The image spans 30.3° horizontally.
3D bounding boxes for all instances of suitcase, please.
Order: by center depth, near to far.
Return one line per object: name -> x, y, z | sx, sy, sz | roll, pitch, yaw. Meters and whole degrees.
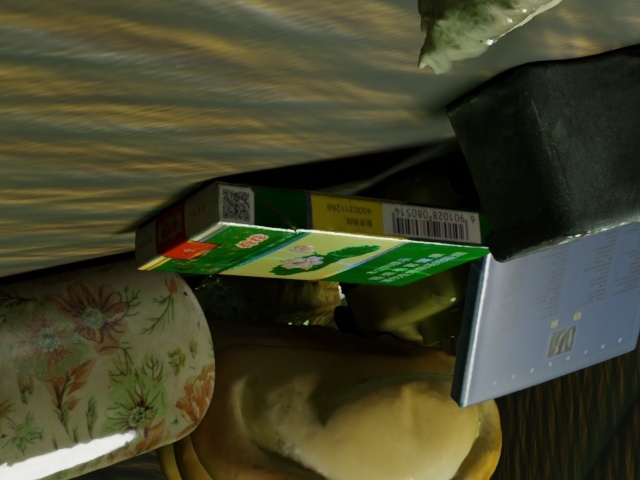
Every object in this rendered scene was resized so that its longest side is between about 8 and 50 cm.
suitcase -> 0.126, 0.011, 1.072 | 0.193, 0.143, 0.235 | -14, 173, -26

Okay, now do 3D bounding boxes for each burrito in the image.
burrito -> 0.080, -0.103, 0.401 | 0.185, 0.041, 0.045 | -29, -151, 60

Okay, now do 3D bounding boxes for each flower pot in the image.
flower pot -> 0.199, -0.064, 0.773 | 0.229, 0.108, 0.103 | -13, 174, -26

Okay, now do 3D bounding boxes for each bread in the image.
bread -> 0.009, 0.194, 1.100 | 0.315, 0.212, 0.270 | 3, -175, -28
bread -> -0.050, 0.067, 1.316 | 0.087, 0.098, 0.269 | -8, 179, 22

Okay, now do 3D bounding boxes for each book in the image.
book -> 0.202, 0.005, 0.954 | 0.190, 0.025, 0.269 | -14, 129, -24

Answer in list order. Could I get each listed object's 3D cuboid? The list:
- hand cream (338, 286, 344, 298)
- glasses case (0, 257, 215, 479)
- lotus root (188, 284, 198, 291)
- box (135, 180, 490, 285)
hand cream -> -0.056, 0.082, 1.567 | 0.314, 0.089, 0.139 | -24, 178, -9
glasses case -> -0.265, 0.118, 0.860 | 0.425, 0.157, 0.098 | -13, 180, -38
lotus root -> -0.141, 0.089, 1.320 | 0.108, 0.094, 0.191 | -37, 165, 1
box -> 0.000, 0.000, 0.852 | 0.235, 0.034, 0.132 | 5, 163, -32
